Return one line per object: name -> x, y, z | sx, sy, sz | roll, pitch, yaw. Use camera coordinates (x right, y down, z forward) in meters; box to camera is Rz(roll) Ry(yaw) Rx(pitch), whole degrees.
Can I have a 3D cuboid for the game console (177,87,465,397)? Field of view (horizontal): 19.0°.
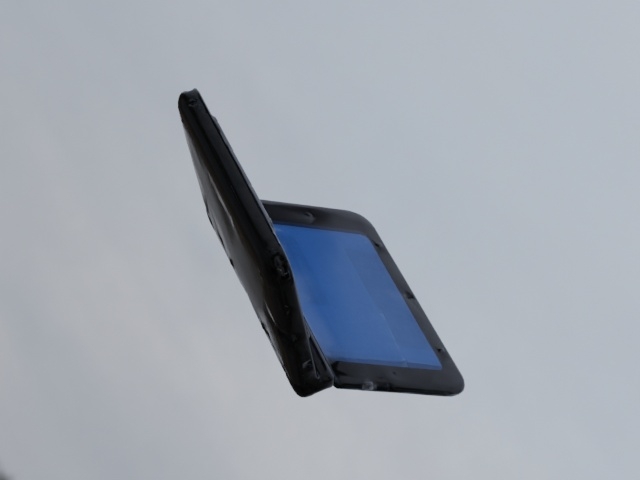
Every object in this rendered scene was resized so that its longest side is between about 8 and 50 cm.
game console -> 0.000, 0.000, 0.771 | 0.122, 0.071, 0.107 | -120, -167, -46
